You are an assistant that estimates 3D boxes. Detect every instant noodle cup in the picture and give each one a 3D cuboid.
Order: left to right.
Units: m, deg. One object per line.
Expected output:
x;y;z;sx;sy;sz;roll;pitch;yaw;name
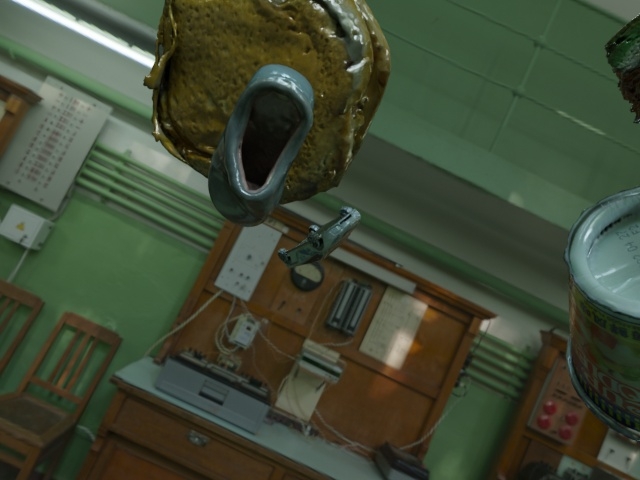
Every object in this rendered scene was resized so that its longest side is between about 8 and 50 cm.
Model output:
0.459;0.093;0.664;0.284;0.284;0.312;20;-22;45;instant noodle cup

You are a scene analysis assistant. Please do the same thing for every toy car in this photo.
0.000;0.000;0.848;0.056;0.095;0.205;56;-32;-6;toy car

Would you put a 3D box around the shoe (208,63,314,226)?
-0.067;-0.068;0.461;0.079;0.078;0.195;28;-45;-7;shoe

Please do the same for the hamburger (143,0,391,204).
-0.067;-0.201;0.621;0.318;0.319;0.158;25;28;4;hamburger

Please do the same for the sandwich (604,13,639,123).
0.504;-0.254;0.676;0.184;0.160;0.109;-28;-3;41;sandwich
